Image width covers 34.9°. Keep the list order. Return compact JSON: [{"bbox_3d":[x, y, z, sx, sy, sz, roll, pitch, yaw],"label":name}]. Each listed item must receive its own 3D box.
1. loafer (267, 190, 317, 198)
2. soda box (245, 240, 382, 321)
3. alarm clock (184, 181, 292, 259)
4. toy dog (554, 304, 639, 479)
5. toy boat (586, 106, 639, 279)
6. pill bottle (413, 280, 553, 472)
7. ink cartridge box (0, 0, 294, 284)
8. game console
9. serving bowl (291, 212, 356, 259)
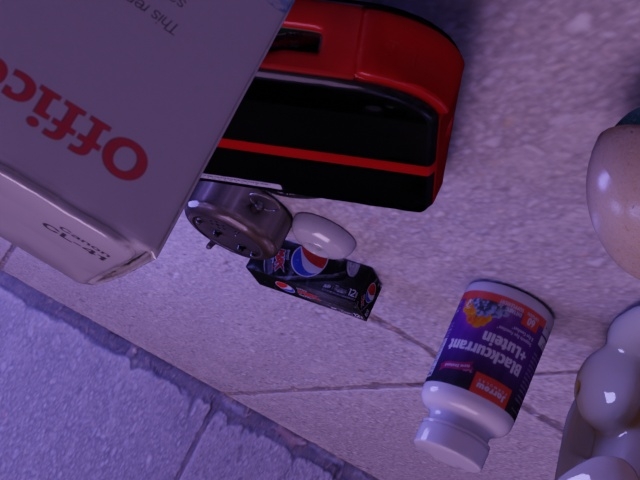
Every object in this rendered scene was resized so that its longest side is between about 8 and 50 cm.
[{"bbox_3d":[-0.073,-0.099,1.011,0.223,0.076,0.078,17,-164,7],"label":"loafer"},{"bbox_3d":[-0.009,0.047,1.323,0.168,0.053,0.060,17,158,26],"label":"soda box"},{"bbox_3d":[-0.096,-0.029,1.231,0.129,0.064,0.192,32,158,-15],"label":"alarm clock"},{"bbox_3d":[0.311,0.313,1.045,0.284,0.408,0.395,32,160,-15],"label":"toy dog"},{"bbox_3d":[0.293,-0.037,0.593,0.267,0.148,0.318,25,170,20],"label":"toy boat"},{"bbox_3d":[0.177,0.153,1.132,0.108,0.194,0.108,23,161,8],"label":"pill bottle"},{"bbox_3d":[-0.123,-0.165,0.510,0.226,0.306,0.131,33,160,-16],"label":"ink cartridge box"},{"bbox_3d":[-0.091,-0.107,0.789,0.386,0.060,0.342,9,170,6],"label":"game console"},{"bbox_3d":[0.000,0.000,1.226,0.083,0.027,0.083,24,161,9],"label":"serving bowl"}]
